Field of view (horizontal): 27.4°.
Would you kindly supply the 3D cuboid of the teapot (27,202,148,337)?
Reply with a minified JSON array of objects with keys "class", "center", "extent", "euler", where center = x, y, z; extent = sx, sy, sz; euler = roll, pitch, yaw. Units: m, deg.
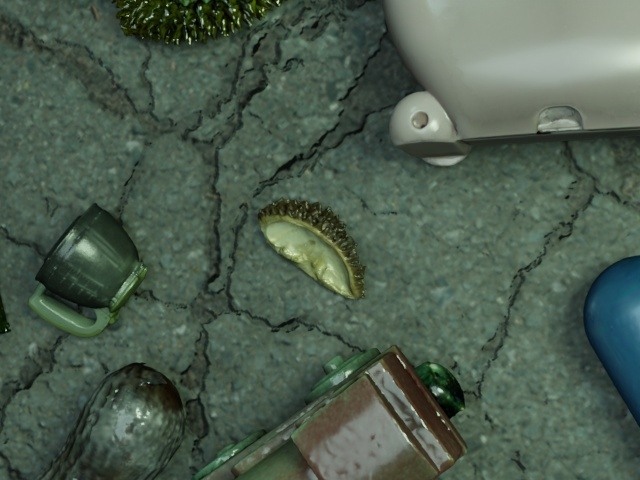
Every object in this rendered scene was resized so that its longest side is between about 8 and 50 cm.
[{"class":"teapot","center":[-0.216,0.031,1.254],"extent":[0.090,0.124,0.092],"euler":[39,57,-5]}]

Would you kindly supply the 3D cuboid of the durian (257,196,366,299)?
[{"class":"durian","center":[-0.004,0.003,1.208],"extent":[0.130,0.052,0.066],"euler":[37,100,10]}]

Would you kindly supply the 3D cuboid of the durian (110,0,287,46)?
[{"class":"durian","center":[-0.096,-0.249,1.195],"extent":[0.220,0.095,0.137],"euler":[-13,123,6]}]

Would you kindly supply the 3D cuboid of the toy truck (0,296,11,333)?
[{"class":"toy truck","center":[-0.405,-0.017,1.286],"extent":[0.121,0.088,0.259],"euler":[-16,87,14]}]

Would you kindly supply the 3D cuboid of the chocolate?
[{"class":"chocolate","center":[-0.210,0.226,1.231],"extent":[0.110,0.110,0.248],"euler":[36,94,11]}]

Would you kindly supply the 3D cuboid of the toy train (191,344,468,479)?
[{"class":"toy train","center":[-0.014,0.211,1.122],"extent":[0.304,0.221,0.150],"euler":[-38,84,11]}]

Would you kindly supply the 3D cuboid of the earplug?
[{"class":"earplug","center":[0.321,0.134,1.096],"extent":[0.132,0.132,0.273],"euler":[-35,79,11]}]

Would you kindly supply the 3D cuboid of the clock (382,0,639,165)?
[{"class":"clock","center":[0.198,-0.239,1.106],"extent":[0.342,0.184,0.326],"euler":[-2,85,8]}]
